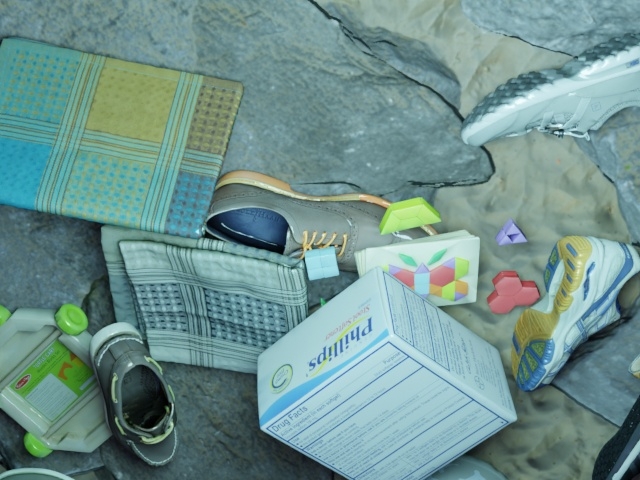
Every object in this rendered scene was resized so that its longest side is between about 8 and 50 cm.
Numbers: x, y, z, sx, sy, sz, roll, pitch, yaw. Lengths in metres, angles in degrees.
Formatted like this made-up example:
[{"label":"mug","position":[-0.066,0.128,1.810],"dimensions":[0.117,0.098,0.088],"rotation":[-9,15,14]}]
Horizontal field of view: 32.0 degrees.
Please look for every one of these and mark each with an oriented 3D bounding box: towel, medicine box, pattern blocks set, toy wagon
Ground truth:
[{"label":"towel","position":[-0.317,-0.148,1.606],"dimensions":[0.370,0.272,0.040],"rotation":[11,154,4]},{"label":"medicine box","position":[0.096,0.221,1.674],"dimensions":[0.263,0.149,0.289],"rotation":[-38,124,25]},{"label":"towel","position":[-0.175,0.105,1.729],"dimensions":[0.324,0.056,0.312],"rotation":[11,144,9]},{"label":"pattern blocks set","position":[0.148,0.052,1.648],"dimensions":[0.324,0.026,0.285],"rotation":[-17,132,8]},{"label":"toy wagon","position":[-0.479,0.212,1.903],"dimensions":[0.344,0.068,0.267],"rotation":[44,115,-11]}]

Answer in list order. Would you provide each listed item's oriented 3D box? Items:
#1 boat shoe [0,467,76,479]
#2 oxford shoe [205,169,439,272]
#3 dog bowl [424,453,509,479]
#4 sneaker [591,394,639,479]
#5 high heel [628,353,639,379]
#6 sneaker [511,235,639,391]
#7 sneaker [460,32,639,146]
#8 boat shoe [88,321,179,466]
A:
[{"label":"boat shoe","position":[-0.460,0.497,2.025],"dimensions":[0.304,0.091,0.109],"rotation":[15,117,4]},{"label":"oxford shoe","position":[0.000,0.000,1.666],"dimensions":[0.363,0.133,0.130],"rotation":[11,117,5]},{"label":"dog bowl","position":[0.188,0.526,1.861],"dimensions":[0.348,0.102,0.349],"rotation":[-1,111,-4]},{"label":"sneaker","position":[0.513,0.334,1.758],"dimensions":[0.097,0.084,0.235],"rotation":[24,118,-4]},{"label":"high heel","position":[0.544,0.112,1.633],"dimensions":[0.186,0.093,0.261],"rotation":[-7,123,8]},{"label":"sneaker","position":[0.382,0.121,1.665],"dimensions":[0.130,0.112,0.297],"rotation":[2,134,-19]},{"label":"sneaker","position":[0.329,-0.177,1.531],"dimensions":[0.281,0.105,0.115],"rotation":[-20,110,19]},{"label":"boat shoe","position":[-0.291,0.275,1.829],"dimensions":[0.116,0.097,0.324],"rotation":[-26,135,-18]}]
